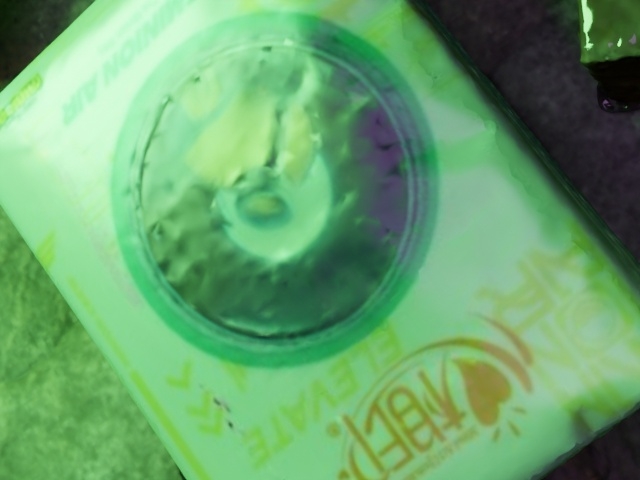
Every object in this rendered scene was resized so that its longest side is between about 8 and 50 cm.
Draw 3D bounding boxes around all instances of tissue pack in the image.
[{"bbox_3d":[0.000,0.000,0.801,0.287,0.162,0.388,-40,77,17],"label":"tissue pack"}]

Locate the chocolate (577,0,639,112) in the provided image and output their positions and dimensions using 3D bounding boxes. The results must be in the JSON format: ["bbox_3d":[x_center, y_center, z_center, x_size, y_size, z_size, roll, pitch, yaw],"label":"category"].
[{"bbox_3d":[0.193,-0.234,0.770,0.112,0.112,0.321,-5,86,25],"label":"chocolate"}]
